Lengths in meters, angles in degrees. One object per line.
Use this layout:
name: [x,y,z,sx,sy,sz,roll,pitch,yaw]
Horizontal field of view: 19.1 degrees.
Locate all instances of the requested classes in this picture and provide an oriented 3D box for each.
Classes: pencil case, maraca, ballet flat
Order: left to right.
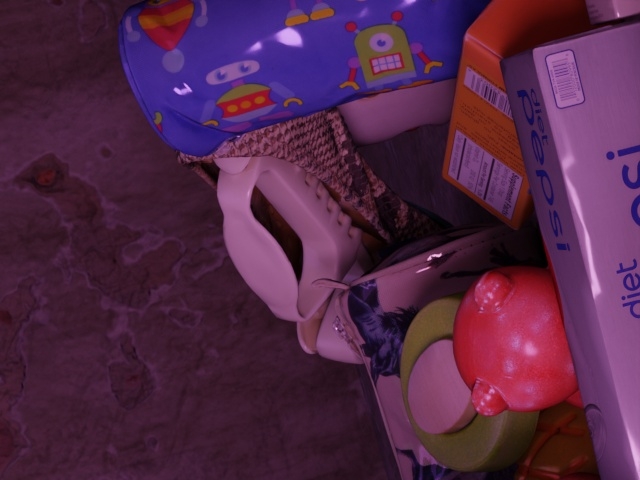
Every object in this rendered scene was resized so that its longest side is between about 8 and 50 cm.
ballet flat: [0.000,0.000,1.662,0.483,0.164,0.182,47,-135,-50]
pencil case: [0.008,-0.149,1.375,0.119,0.306,0.133,-90,-19,-57]
pencil case: [0.134,0.194,1.556,0.160,0.184,0.410,-21,-83,-73]
maraca: [0.190,0.152,1.377,0.127,0.099,0.185,128,144,-50]

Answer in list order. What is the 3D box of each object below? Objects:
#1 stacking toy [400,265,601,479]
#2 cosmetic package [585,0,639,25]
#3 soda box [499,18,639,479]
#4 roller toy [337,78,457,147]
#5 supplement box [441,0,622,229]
stacking toy: [0.113,0.160,1.270,0.279,0.130,0.309,-7,88,55]
cosmetic package: [0.165,-0.183,1.072,0.060,0.041,0.115,-170,66,-83]
soda box: [0.187,0.018,1.107,0.098,0.091,0.286,-165,60,-83]
roller toy: [0.035,-0.179,1.730,0.191,0.146,0.209,83,169,-54]
supplement box: [0.136,-0.093,1.275,0.080,0.078,0.233,37,164,10]
